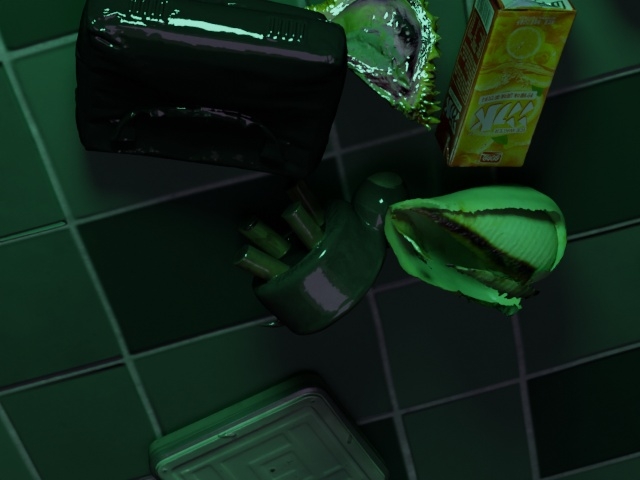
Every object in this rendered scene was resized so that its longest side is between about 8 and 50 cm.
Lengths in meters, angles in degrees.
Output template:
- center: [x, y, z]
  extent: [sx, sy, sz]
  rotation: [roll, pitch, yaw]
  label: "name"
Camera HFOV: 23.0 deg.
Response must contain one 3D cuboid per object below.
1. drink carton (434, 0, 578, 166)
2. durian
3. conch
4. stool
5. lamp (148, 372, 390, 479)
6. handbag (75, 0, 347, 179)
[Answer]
- center: [0.204, -0.186, 1.764]
  extent: [0.096, 0.071, 0.223]
  rotation: [0, 133, -17]
  label: "drink carton"
- center: [0.082, -0.211, 1.676]
  extent: [0.108, 0.187, 0.119]
  rotation: [-51, 165, 9]
  label: "durian"
- center: [0.189, 0.012, 1.856]
  extent: [0.251, 0.137, 0.143]
  rotation: [-18, 115, -52]
  label: "conch"
- center: [-0.004, -0.001, 1.854]
  extent: [0.139, 0.228, 0.153]
  rotation: [45, 154, -20]
  label: "stool"
- center: [-0.068, 0.313, 2.184]
  extent: [0.267, 0.047, 0.269]
  rotation: [-27, 134, 9]
  label: "lamp"
- center: [-0.118, -0.164, 1.646]
  extent: [0.275, 0.088, 0.244]
  rotation: [6, 145, -7]
  label: "handbag"
